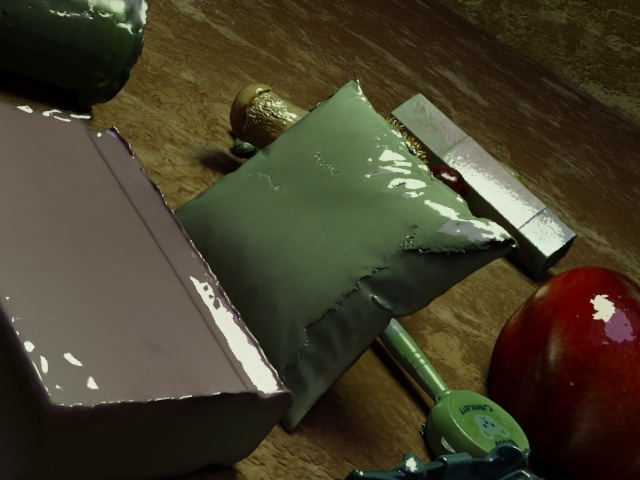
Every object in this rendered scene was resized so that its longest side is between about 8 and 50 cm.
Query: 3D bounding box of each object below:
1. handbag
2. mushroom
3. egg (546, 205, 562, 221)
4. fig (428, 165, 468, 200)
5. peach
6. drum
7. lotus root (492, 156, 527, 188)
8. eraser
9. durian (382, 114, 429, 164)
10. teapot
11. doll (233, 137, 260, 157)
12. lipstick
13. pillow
[{"bbox_3d":[0.083,0.242,0.828,0.229,0.179,0.062,7,33,-45],"label":"handbag"},{"bbox_3d":[0.033,-0.110,1.426,0.351,0.095,0.123,29,-11,-8],"label":"mushroom"},{"bbox_3d":[0.385,-0.016,1.774,0.096,0.080,0.080,43,26,9],"label":"egg"},{"bbox_3d":[0.195,-0.086,1.702,0.089,0.089,0.125,27,7,-10],"label":"fig"},{"bbox_3d":[0.328,0.166,1.251,0.248,0.245,0.275,5,32,17],"label":"peach"},{"bbox_3d":[0.124,0.177,1.149,0.253,0.049,0.130,42,26,22],"label":"drum"},{"bbox_3d":[0.284,-0.111,1.835,0.183,0.077,0.090,24,47,-1],"label":"lotus root"},{"bbox_3d":[-0.219,0.036,0.889,0.272,0.122,0.359,4,41,-51],"label":"eraser"},{"bbox_3d":[0.089,-0.125,1.585,0.158,0.137,0.168,14,12,13],"label":"durian"},{"bbox_3d":[-0.382,-0.327,1.304,0.337,0.200,0.271,15,73,-36],"label":"teapot"},{"bbox_3d":[-0.071,-0.140,1.506,0.115,0.077,0.150,8,43,-22],"label":"doll"},{"bbox_3d":[0.266,-0.098,1.731,0.076,0.080,0.371,-36,68,-20],"label":"lipstick"},{"bbox_3d":[0.000,0.000,1.099,0.310,0.312,0.119,49,-6,29],"label":"pillow"}]
